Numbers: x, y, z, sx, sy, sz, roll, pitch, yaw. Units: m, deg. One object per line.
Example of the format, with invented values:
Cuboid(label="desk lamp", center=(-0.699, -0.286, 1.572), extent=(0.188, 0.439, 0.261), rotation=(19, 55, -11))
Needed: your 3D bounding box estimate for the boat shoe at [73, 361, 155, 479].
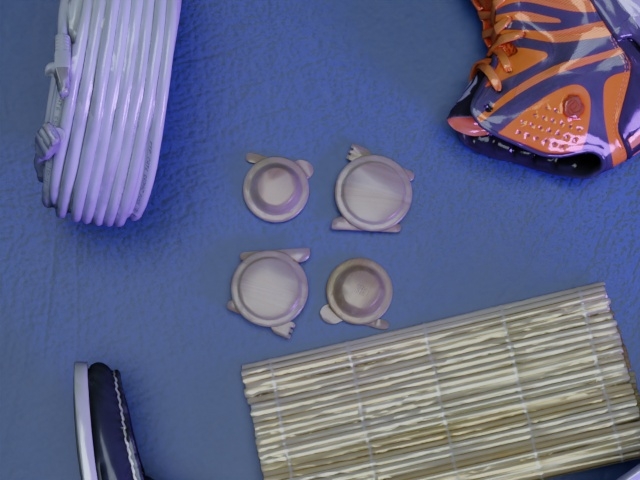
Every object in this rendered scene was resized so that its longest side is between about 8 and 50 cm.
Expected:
Cuboid(label="boat shoe", center=(-0.115, 0.252, 1.467), extent=(0.113, 0.127, 0.340), rotation=(-12, 86, -4))

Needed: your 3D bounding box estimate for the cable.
Cuboid(label="cable", center=(-0.158, -0.139, 1.440), extent=(0.089, 0.257, 0.257), rotation=(10, 68, -6))

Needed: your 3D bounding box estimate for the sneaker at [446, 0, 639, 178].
Cuboid(label="sneaker", center=(0.145, -0.183, 1.518), extent=(0.180, 0.124, 0.321), rotation=(-44, 87, -6))

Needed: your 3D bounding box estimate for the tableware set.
Cuboid(label="tableware set", center=(0.000, 0.000, 1.548), extent=(0.141, 0.020, 0.168), rotation=(8, 83, -3))

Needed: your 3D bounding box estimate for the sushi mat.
Cuboid(label="sushi mat", center=(0.101, 0.136, 1.521), extent=(0.317, 0.019, 0.151), rotation=(-13, 67, -3))

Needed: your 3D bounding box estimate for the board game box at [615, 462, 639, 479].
Cuboid(label="board game box", center=(0.292, 0.368, 1.432), extent=(0.390, 0.050, 0.390), rotation=(-35, 104, 2))
